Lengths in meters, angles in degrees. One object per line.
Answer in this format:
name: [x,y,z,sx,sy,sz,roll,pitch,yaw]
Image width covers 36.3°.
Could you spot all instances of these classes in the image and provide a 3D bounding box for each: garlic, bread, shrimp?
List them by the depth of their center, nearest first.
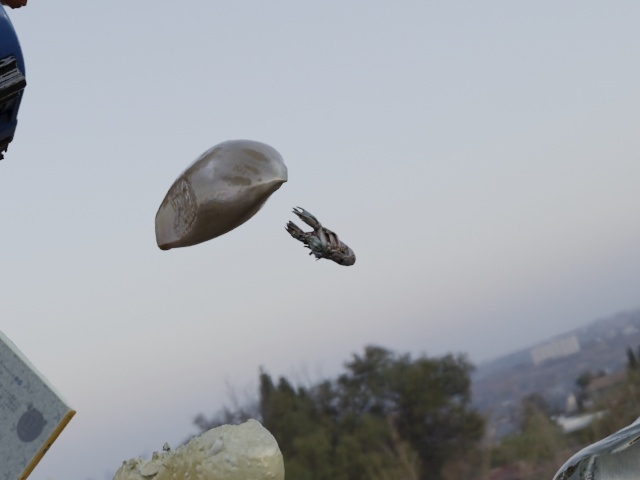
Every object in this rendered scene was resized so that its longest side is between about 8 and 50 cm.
bread: [-0.090,0.248,0.791,0.039,0.181,0.251,-13,-12,-43]
shrimp: [-0.004,0.000,1.045,0.038,0.092,0.029,-35,19,34]
garlic: [-0.155,-0.073,1.447,0.112,0.143,0.318,25,-31,-23]

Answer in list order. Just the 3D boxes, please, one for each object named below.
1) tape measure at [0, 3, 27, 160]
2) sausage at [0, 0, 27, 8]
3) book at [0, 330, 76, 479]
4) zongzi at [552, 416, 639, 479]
tape measure: [-0.483,-0.259,1.132,0.098,0.351,0.215,-43,-7,-40]
sausage: [-0.544,-0.506,1.620,0.148,0.254,0.148,-15,6,2]
book: [-0.572,0.342,1.517,0.388,0.269,0.032,-54,-31,-3]
zongzi: [0.514,0.281,1.477,0.356,0.392,0.174,3,-18,-11]
